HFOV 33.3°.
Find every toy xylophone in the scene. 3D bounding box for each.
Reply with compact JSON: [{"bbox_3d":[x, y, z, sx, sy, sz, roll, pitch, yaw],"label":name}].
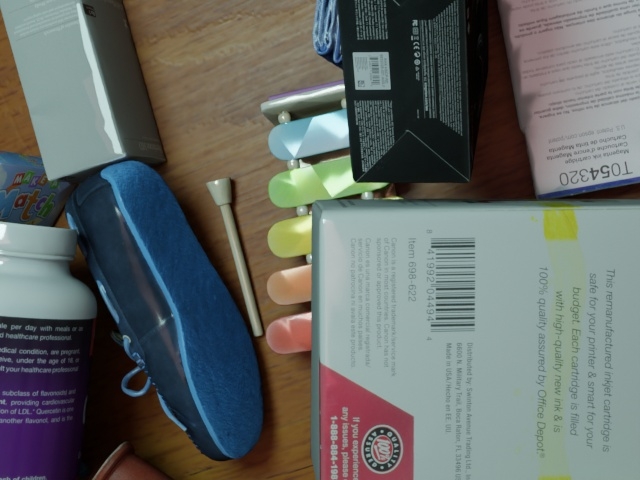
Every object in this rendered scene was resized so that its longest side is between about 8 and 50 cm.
[{"bbox_3d":[0.000,0.000,1.152,0.236,0.081,0.322,-20,88,14],"label":"toy xylophone"}]

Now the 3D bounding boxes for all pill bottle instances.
[{"bbox_3d":[-0.327,0.142,1.090,0.181,0.181,0.323,7,90,13],"label":"pill bottle"}]

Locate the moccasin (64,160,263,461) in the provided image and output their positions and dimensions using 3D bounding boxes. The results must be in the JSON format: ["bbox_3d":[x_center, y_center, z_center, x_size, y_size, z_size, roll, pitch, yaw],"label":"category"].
[{"bbox_3d":[-0.168,0.081,1.171,0.117,0.138,0.342,-18,94,33],"label":"moccasin"}]

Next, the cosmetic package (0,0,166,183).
[{"bbox_3d":[-0.265,-0.187,1.187,0.107,0.127,0.238,-19,90,13],"label":"cosmetic package"}]

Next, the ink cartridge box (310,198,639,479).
[{"bbox_3d":[0.185,0.101,1.015,0.385,0.160,0.279,0,96,-3],"label":"ink cartridge box"}]

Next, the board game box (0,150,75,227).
[{"bbox_3d":[-0.374,0.000,1.202,0.039,0.160,0.211,34,100,17],"label":"board game box"}]

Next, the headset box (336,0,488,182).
[{"bbox_3d":[0.097,-0.215,1.005,0.110,0.293,0.218,1,120,12],"label":"headset box"}]

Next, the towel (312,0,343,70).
[{"bbox_3d":[0.037,-0.310,1.064,0.034,0.209,0.285,6,95,12],"label":"towel"}]

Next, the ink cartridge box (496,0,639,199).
[{"bbox_3d":[0.345,-0.230,1.066,0.324,0.071,0.330,-10,93,14],"label":"ink cartridge box"}]

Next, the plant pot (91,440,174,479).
[{"bbox_3d":[-0.153,0.395,1.127,0.265,0.272,0.272,26,98,4],"label":"plant pot"}]

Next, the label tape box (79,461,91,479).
[{"bbox_3d":[-0.471,0.325,1.270,0.241,0.106,0.333,40,101,9],"label":"label tape box"}]
